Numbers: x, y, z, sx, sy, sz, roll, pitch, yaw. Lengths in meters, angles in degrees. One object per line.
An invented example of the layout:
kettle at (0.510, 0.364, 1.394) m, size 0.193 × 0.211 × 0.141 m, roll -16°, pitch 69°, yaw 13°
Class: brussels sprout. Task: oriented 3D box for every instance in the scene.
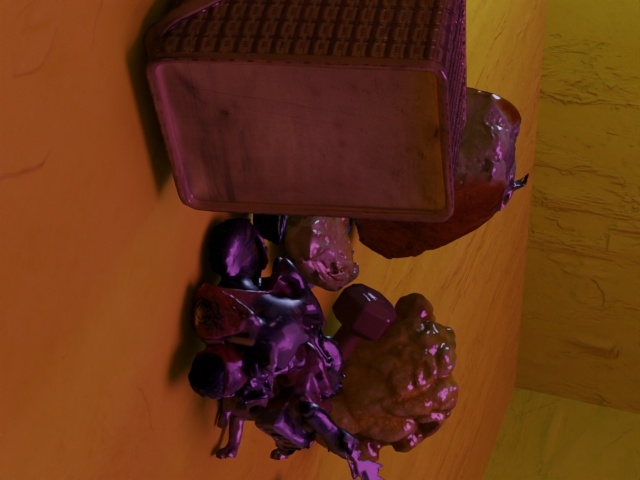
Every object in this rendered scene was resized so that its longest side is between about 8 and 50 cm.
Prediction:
brussels sprout at (-0.003, 0.000, 1.973) m, size 0.181 × 0.100 × 0.139 m, roll 5°, pitch 91°, yaw -62°

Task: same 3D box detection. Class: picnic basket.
picnic basket at (-0.008, -0.162, 1.471) m, size 0.228 × 0.313 × 0.175 m, roll 81°, pitch 16°, yaw -47°

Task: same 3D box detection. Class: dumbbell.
dumbbell at (0.017, 0.168, 2.031) m, size 0.082 × 0.092 × 0.231 m, roll 15°, pitch 115°, yaw -49°

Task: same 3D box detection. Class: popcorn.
popcorn at (0.110, 0.222, 2.266) m, size 0.250 × 0.235 × 0.242 m, roll 110°, pitch 3°, yaw -45°

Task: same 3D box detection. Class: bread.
bread at (0.185, -0.114, 2.234) m, size 0.250 × 0.279 × 0.225 m, roll 63°, pitch 20°, yaw -64°

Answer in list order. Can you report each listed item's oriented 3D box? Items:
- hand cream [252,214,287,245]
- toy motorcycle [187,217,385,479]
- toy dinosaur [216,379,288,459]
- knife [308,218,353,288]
hand cream at (-0.049, -0.133, 1.760) m, size 0.120 × 0.061 × 0.270 m, roll -161°, pitch -99°, yaw -69°
toy motorcycle at (-0.044, 0.171, 1.739) m, size 0.401 × 0.134 × 0.207 m, roll 57°, pitch 45°, yaw -30°
toy dinosaur at (-0.079, 0.191, 1.890) m, size 0.251 × 0.072 × 0.199 m, roll 1°, pitch 89°, yaw -63°
knife at (0.012, 0.007, 2.137) m, size 0.222 × 0.031 × 0.064 m, roll -57°, pitch 148°, yaw -54°
